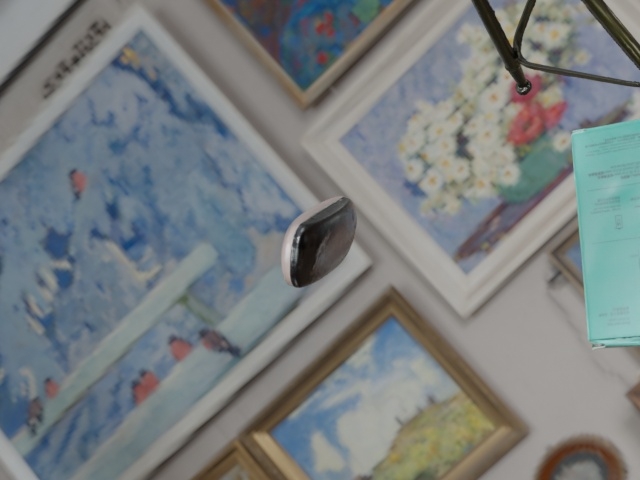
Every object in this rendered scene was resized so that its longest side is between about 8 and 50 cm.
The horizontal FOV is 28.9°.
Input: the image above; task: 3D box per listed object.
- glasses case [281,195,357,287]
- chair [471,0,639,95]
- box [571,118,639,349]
[{"bbox_3d":[0.000,0.000,2.286,0.314,0.075,0.122,-36,-46,-65],"label":"glasses case"},{"bbox_3d":[0.410,-0.435,1.923,0.410,0.365,0.362,24,-93,-47],"label":"chair"},{"bbox_3d":[0.468,-0.013,1.703,0.205,0.311,0.118,-10,-10,40],"label":"box"}]
